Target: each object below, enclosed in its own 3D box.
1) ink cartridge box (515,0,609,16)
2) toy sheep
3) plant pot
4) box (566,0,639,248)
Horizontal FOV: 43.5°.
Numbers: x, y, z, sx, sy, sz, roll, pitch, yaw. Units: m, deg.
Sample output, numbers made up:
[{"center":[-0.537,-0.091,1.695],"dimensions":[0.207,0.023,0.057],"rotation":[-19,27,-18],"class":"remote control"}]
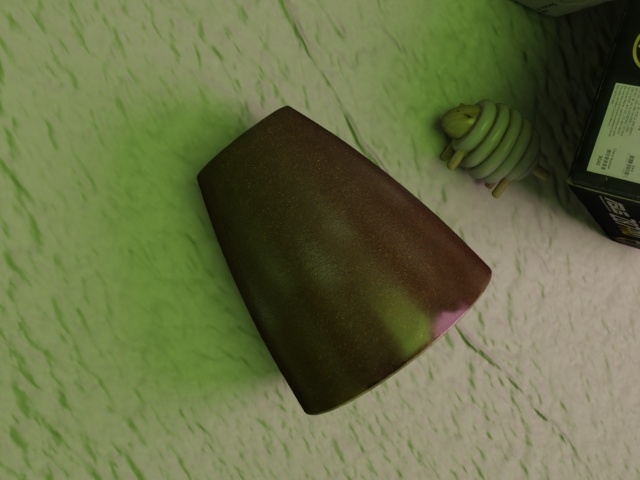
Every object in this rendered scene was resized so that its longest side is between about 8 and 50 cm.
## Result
[{"center":[0.268,-0.349,0.810],"dimensions":[0.087,0.153,0.208],"rotation":[15,89,-19],"class":"ink cartridge box"},{"center":[0.184,-0.098,0.842],"dimensions":[0.132,0.091,0.091],"rotation":[29,85,-16],"class":"toy sheep"},{"center":[0.000,0.000,0.734],"dimensions":[0.215,0.215,0.230],"rotation":[-38,93,-13],"class":"plant pot"},{"center":[0.372,-0.196,0.807],"dimensions":[0.318,0.097,0.395],"rotation":[22,86,-64],"class":"box"}]
